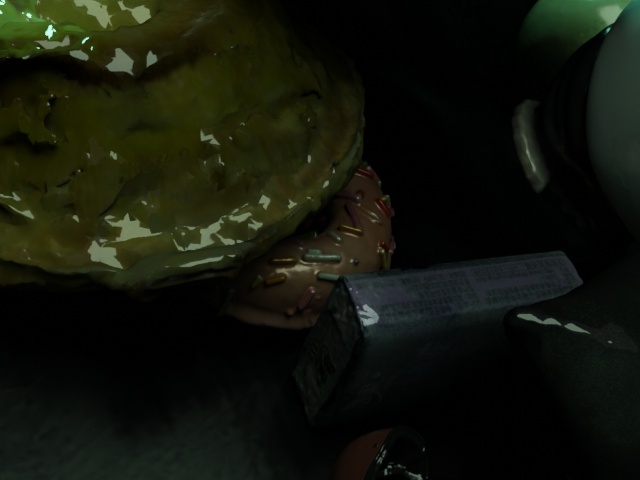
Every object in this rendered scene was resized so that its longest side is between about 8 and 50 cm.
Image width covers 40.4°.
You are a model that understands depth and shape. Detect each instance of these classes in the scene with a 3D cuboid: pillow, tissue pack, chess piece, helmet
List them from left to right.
[{"bbox_3d":[0.029,0.146,0.484,0.065,0.049,0.084,19,66,-53],"label":"helmet"},{"bbox_3d":[0.070,0.060,0.527,0.156,0.112,0.051,-6,53,-25],"label":"tissue pack"},{"bbox_3d":[0.308,-0.222,0.820,0.182,0.182,0.330,44,56,16],"label":"chess piece"},{"bbox_3d":[0.201,0.115,0.489,0.186,0.106,0.250,-28,103,-33],"label":"pillow"}]

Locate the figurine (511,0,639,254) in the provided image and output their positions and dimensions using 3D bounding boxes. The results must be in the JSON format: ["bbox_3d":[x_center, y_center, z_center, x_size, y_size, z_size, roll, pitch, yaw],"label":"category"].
[{"bbox_3d":[0.333,-0.048,0.592,0.361,0.211,0.253,43,57,16],"label":"figurine"}]

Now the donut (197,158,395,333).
[{"bbox_3d":[0.000,0.000,0.583,0.117,0.065,0.166,28,50,5],"label":"donut"}]

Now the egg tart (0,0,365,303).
[{"bbox_3d":[-0.126,-0.109,0.544,0.341,0.129,0.341,3,41,-3],"label":"egg tart"}]
